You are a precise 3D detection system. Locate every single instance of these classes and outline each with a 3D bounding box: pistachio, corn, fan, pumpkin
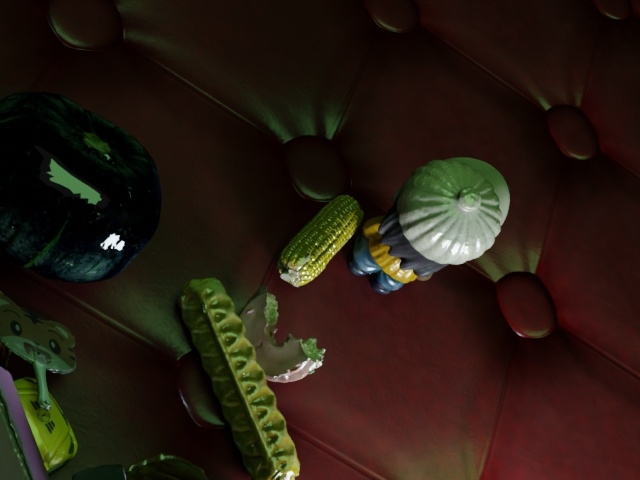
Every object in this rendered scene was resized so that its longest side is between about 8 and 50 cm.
[{"bbox_3d":[-0.198,0.381,1.590,0.210,0.165,0.130,24,62,35],"label":"pistachio"},{"bbox_3d":[0.000,0.000,1.981,0.080,0.080,0.238,46,48,-1],"label":"corn"},{"bbox_3d":[-0.405,0.163,1.603,0.152,0.008,0.227,32,18,-33],"label":"fan"},{"bbox_3d":[-0.399,-0.072,1.684,0.315,0.238,0.315,31,30,-20],"label":"pumpkin"}]

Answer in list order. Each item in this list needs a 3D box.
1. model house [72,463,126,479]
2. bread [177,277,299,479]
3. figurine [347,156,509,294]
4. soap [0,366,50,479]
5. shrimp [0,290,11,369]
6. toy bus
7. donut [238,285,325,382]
[{"bbox_3d":[-0.362,0.442,1.426,0.301,0.271,0.190,-7,51,-8],"label":"model house"},{"bbox_3d":[-0.130,0.225,1.777,0.084,0.077,0.367,-17,73,-26],"label":"bread"},{"bbox_3d":[0.172,-0.006,1.922,0.185,0.332,0.204,38,36,-10],"label":"figurine"},{"bbox_3d":[-0.414,0.298,1.322,0.181,0.081,0.259,-27,71,-3],"label":"soap"},{"bbox_3d":[-0.523,0.148,1.598,0.178,0.075,0.289,14,45,-27],"label":"shrimp"},{"bbox_3d":[-0.475,0.291,1.486,0.330,0.152,0.144,-28,80,-38],"label":"toy bus"},{"bbox_3d":[-0.077,0.169,1.829,0.166,0.117,0.065,55,17,21],"label":"donut"}]
